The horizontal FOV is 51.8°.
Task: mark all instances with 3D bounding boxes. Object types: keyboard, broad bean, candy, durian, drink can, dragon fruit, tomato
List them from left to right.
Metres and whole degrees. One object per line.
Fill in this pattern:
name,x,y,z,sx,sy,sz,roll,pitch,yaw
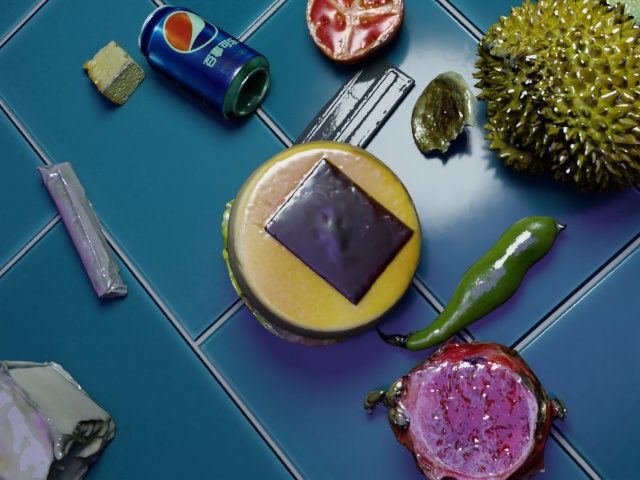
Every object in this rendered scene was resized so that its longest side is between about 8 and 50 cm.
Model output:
candy,-0.438,0.284,1.009,0.195,0.185,0.137,39,88,14
drink can,-0.186,-0.287,1.058,0.205,0.118,0.118,34,91,14
keyboard,-0.003,-0.128,1.046,0.103,0.041,0.381,40,86,14
tomato,0.056,-0.349,1.038,0.155,0.069,0.156,-2,84,15
dragon fruit,0.195,0.245,0.891,0.282,0.147,0.211,0,92,8
broad bean,0.221,0.067,0.962,0.318,0.056,0.098,-32,79,8
durian,0.340,-0.190,0.878,0.258,0.258,0.293,-27,84,7

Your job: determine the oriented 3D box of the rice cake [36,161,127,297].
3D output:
rice cake,-0.398,-0.021,1.102,0.049,0.055,0.270,-31,80,11

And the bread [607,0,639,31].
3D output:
bread,0.445,-0.447,0.983,0.301,0.045,0.302,-1,83,13

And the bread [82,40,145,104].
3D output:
bread,-0.359,-0.299,1.114,0.084,0.080,0.109,-45,79,1

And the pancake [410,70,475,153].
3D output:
pancake,0.180,-0.191,0.982,0.129,0.022,0.116,-44,54,48

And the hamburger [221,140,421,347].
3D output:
hamburger,0.000,0.000,0.945,0.300,0.176,0.300,0,85,-4
